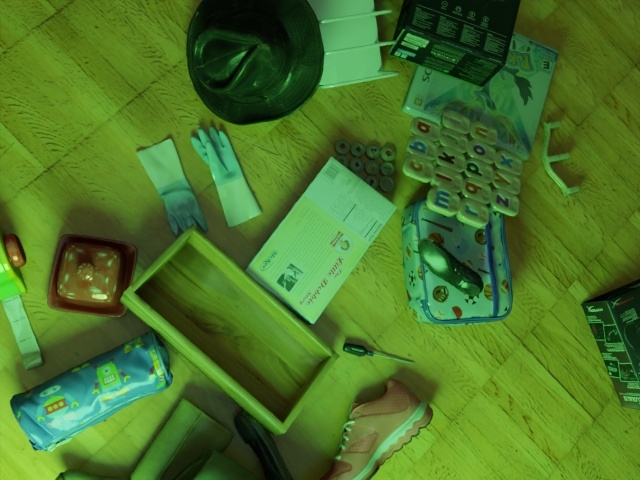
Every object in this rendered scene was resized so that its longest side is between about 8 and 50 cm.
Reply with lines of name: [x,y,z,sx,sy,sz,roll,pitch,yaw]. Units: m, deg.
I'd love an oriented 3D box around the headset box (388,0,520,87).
headset box: [0.317,-0.538,1.543,0.246,0.131,0.283,17,78,-7]

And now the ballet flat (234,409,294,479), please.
ballet flat: [-0.092,0.452,1.374,0.058,0.084,0.250,-27,83,-38]

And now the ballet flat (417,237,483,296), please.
ballet flat: [0.271,0.055,1.411,0.173,0.049,0.057,40,119,-7]

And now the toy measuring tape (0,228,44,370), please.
toy measuring tape: [-0.615,0.092,1.300,0.121,0.121,0.330,-19,86,-14]

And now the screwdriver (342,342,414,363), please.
screwdriver: [0.128,0.255,1.472,0.169,0.024,0.025,18,49,-10]

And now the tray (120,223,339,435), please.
tray: [-0.179,0.180,1.365,0.411,0.076,0.203,42,59,-3]

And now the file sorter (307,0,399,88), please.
file sorter: [0.050,-0.478,1.445,0.192,0.173,0.278,-13,106,-12]

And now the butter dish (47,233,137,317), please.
butter dish: [-0.458,0.065,1.333,0.160,0.118,0.160,9,79,-10]

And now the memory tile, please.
memory tile: [0.101,-0.170,1.538,0.148,0.012,0.113,7,80,-11]

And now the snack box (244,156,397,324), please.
snack box: [0.000,0.000,1.461,0.187,0.060,0.322,38,78,-4]

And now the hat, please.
hat: [-0.165,-0.386,1.375,0.331,0.134,0.332,6,105,22]

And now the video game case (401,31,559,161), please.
video game case: [0.390,-0.385,1.618,0.328,0.036,0.300,21,78,-8]

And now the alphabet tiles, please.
alphabet tiles: [0.319,-0.164,1.494,0.277,0.021,0.284,20,58,-8]

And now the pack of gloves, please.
pack of gloves: [-0.258,-0.127,1.442,0.195,0.046,0.232,-24,86,-15]

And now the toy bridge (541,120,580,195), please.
toy bridge: [0.572,-0.200,1.630,0.063,0.026,0.188,-13,84,-12]

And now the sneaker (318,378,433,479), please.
sneaker: [0.085,0.414,1.407,0.313,0.116,0.136,-36,79,-21]

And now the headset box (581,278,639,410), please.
headset box: [0.773,0.243,1.557,0.218,0.110,0.293,-20,85,-13]

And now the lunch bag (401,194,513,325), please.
lunch bag: [0.309,0.036,1.498,0.243,0.115,0.304,-1,82,-14]

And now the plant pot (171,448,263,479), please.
plant pot: [-0.173,0.548,1.209,0.323,0.323,0.280,-42,91,-14]

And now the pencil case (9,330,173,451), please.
pencil case: [-0.434,0.294,1.299,0.306,0.119,0.133,-26,65,-14]

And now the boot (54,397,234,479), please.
boot: [-0.342,0.426,1.320,0.236,0.089,0.270,40,76,-16]
